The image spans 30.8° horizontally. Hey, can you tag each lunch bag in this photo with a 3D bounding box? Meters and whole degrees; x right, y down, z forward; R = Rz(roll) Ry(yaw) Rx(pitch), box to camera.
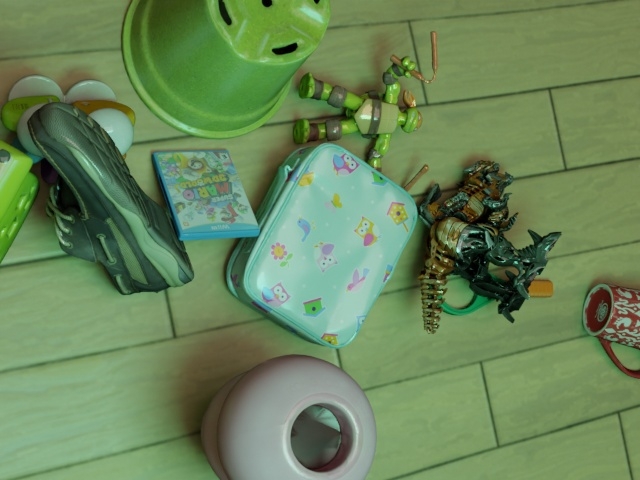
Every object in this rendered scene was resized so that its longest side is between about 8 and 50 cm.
[{"bbox_3d":[0.000,0.000,1.730,0.224,0.108,0.279,32,77,-18],"label":"lunch bag"}]

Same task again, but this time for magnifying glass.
[{"bbox_3d":[0.281,0.078,1.905,0.231,0.026,0.092,2,81,-22],"label":"magnifying glass"}]

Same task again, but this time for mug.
[{"bbox_3d":[0.539,0.151,1.965,0.169,0.113,0.150,14,76,-19],"label":"mug"}]

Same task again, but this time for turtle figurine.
[{"bbox_3d":[0.074,-0.207,1.802,0.217,0.087,0.269,5,113,-18],"label":"turtle figurine"}]

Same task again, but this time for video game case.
[{"bbox_3d":[-0.166,-0.068,1.672,0.119,0.015,0.166,-3,49,-25],"label":"video game case"}]

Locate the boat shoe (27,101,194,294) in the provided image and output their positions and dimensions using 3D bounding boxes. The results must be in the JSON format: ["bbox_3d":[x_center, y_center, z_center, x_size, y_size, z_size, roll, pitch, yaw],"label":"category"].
[{"bbox_3d":[-0.291,-0.031,1.524,0.130,0.132,0.355,-28,135,4],"label":"boat shoe"}]

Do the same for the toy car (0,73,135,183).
[{"bbox_3d":[-0.349,-0.142,1.596,0.182,0.159,0.136,2,119,-25],"label":"toy car"}]

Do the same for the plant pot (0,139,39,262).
[{"bbox_3d":[-0.495,-0.050,1.453,0.227,0.207,0.228,29,72,-10],"label":"plant pot"}]

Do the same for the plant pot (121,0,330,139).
[{"bbox_3d":[-0.115,-0.304,1.647,0.276,0.254,0.276,4,81,-24],"label":"plant pot"}]

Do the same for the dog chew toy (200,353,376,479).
[{"bbox_3d":[-0.064,0.259,1.551,0.207,0.332,0.206,4,81,-24],"label":"dog chew toy"}]

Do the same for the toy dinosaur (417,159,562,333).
[{"bbox_3d":[0.240,0.018,1.829,0.218,0.164,0.322,27,78,7],"label":"toy dinosaur"}]
